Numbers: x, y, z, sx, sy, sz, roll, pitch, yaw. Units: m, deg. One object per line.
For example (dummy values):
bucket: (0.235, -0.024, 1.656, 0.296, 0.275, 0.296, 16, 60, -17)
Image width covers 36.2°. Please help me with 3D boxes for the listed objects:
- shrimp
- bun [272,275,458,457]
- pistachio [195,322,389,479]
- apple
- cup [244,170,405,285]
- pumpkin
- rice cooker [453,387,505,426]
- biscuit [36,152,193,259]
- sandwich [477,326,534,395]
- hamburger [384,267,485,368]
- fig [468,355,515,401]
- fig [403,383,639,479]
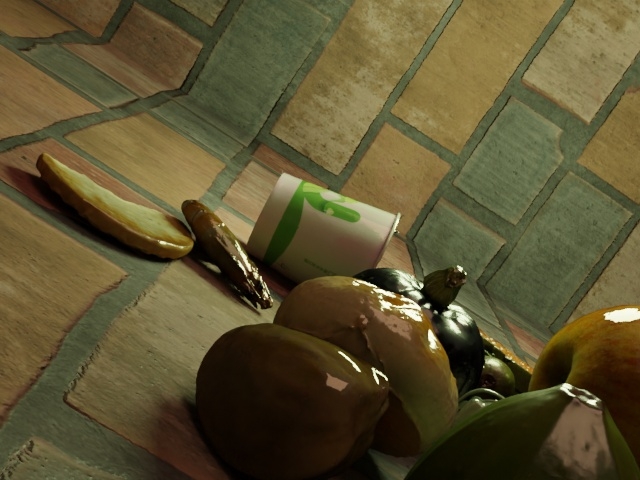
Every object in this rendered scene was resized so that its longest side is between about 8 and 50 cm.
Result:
shrimp: (-0.171, 0.033, 1.816, 0.287, 0.063, 0.152, 51, -10, 24)
bun: (0.077, 0.157, 1.378, 0.299, 0.165, 0.299, 32, -26, 18)
pistachio: (-0.053, 0.194, 1.191, 0.261, 0.162, 0.213, 18, 34, 38)
apple: (0.579, 0.326, 1.909, 0.334, 0.400, 0.400, 10, 10, 4)
cup: (0.000, 0.000, 2.043, 0.274, 0.253, 0.253, 26, 10, 2)
pumpkin: (0.159, 0.150, 1.692, 0.296, 0.295, 0.296, 32, 11, -7)
rice cooker: (0.288, 0.340, 1.580, 0.206, 0.145, 0.127, 47, 6, 14)
biscuit: (-0.339, -0.040, 1.677, 0.309, 0.040, 0.204, 28, 11, -36)
sandwich: (0.399, 0.295, 2.235, 0.292, 0.109, 0.212, 37, 4, 3)
hamburger: (0.206, 0.176, 1.952, 0.282, 0.245, 0.155, 5, -26, 37)
fig: (0.324, 0.306, 2.027, 0.124, 0.124, 0.236, 34, -13, 2)
fig: (0.225, 0.308, 1.062, 0.316, 0.316, 0.316, 32, 11, -7)
